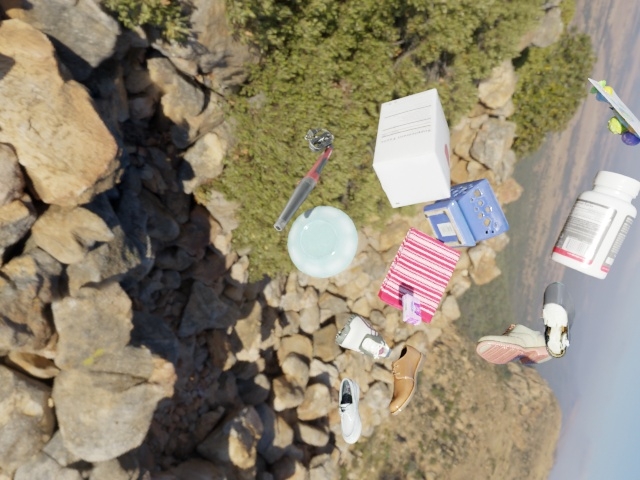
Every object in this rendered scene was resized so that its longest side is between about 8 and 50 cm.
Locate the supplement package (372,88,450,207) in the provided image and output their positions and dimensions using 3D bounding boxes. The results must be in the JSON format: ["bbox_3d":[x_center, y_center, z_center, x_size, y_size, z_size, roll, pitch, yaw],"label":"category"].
[{"bbox_3d":[0.275,-0.269,1.416,0.177,0.175,0.292,57,34,-42],"label":"supplement package"}]

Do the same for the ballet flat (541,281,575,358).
[{"bbox_3d":[0.551,0.196,1.129,0.074,0.074,0.203,-40,127,-40],"label":"ballet flat"}]

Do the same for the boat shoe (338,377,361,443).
[{"bbox_3d":[0.096,0.609,1.750,0.081,0.079,0.227,45,35,-39],"label":"boat shoe"}]

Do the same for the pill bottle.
[{"bbox_3d":[0.885,-0.052,1.549,0.176,0.176,0.318,8,106,-58],"label":"pill bottle"}]

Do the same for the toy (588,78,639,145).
[{"bbox_3d":[0.749,-0.296,1.206,0.137,0.237,0.056,2,148,-37],"label":"toy"}]

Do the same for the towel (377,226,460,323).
[{"bbox_3d":[0.329,0.114,1.604,0.274,0.199,0.031,-63,-177,-12],"label":"towel"}]

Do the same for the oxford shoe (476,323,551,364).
[{"bbox_3d":[0.786,0.423,2.007,0.397,0.146,0.140,14,139,-29],"label":"oxford shoe"}]

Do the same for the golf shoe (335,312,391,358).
[{"bbox_3d":[0.136,0.293,1.452,0.105,0.120,0.273,-59,152,1],"label":"golf shoe"}]

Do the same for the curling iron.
[{"bbox_3d":[-0.035,-0.125,0.963,0.068,0.035,0.274,31,57,-14],"label":"curling iron"}]

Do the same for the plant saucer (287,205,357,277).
[{"bbox_3d":[0.000,0.000,1.277,0.037,0.195,0.194,31,79,-73],"label":"plant saucer"}]

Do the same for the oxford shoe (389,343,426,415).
[{"bbox_3d":[0.206,0.355,1.248,0.076,0.076,0.212,-48,-175,40],"label":"oxford shoe"}]

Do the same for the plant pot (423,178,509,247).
[{"bbox_3d":[0.575,-0.094,1.970,0.212,0.236,0.235,-29,98,-21],"label":"plant pot"}]

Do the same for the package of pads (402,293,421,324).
[{"bbox_3d":[0.263,0.199,1.397,0.032,0.050,0.083,-50,-155,42],"label":"package of pads"}]
